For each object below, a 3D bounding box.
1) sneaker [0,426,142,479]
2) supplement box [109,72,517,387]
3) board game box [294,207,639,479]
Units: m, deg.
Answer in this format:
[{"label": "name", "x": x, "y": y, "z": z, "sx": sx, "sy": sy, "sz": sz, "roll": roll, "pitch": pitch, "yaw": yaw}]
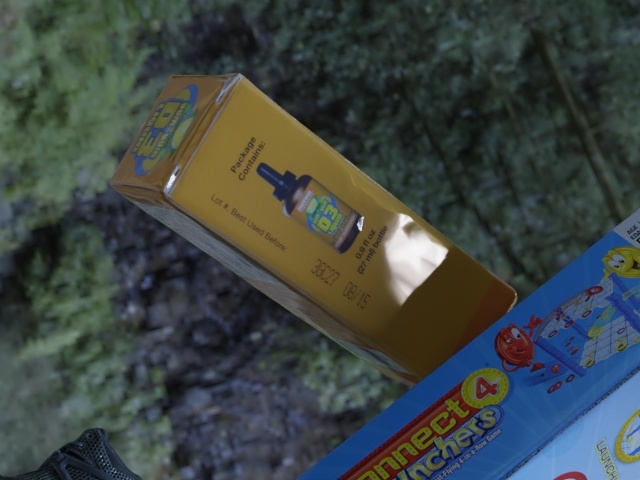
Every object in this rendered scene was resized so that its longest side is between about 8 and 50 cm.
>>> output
[{"label": "sneaker", "x": -0.240, "y": 0.213, "z": 1.319, "sx": 0.227, "sy": 0.130, "sz": 0.087, "roll": 13, "pitch": 131, "yaw": -23}, {"label": "supplement box", "x": 0.000, "y": 0.000, "z": 0.896, "sx": 0.233, "sy": 0.078, "sz": 0.080, "roll": 37, "pitch": 167, "yaw": -32}, {"label": "board game box", "x": 0.148, "y": 0.174, "z": 0.963, "sx": 0.302, "sy": 0.086, "sz": 0.308, "roll": -37, "pitch": 136, "yaw": -10}]
